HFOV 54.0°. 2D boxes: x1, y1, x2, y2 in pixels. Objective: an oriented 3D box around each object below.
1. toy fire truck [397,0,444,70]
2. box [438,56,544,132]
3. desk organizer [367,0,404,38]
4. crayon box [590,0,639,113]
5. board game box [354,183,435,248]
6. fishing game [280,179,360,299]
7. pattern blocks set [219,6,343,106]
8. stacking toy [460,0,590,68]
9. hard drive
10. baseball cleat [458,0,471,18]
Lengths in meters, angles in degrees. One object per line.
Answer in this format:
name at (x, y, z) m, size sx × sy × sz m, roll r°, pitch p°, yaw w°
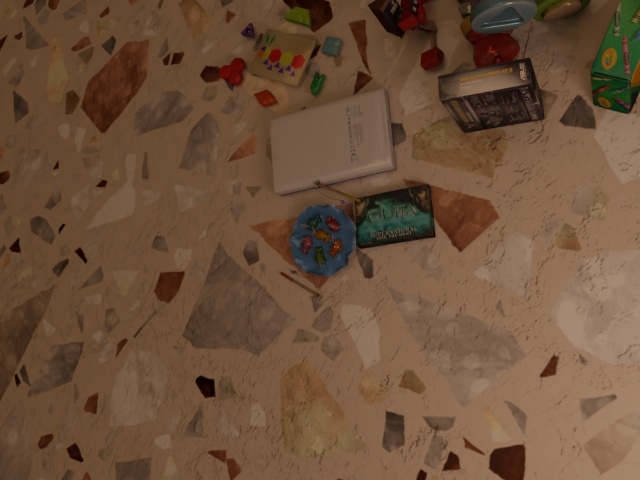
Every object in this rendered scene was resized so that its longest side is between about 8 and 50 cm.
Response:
toy fire truck at (0.245, -0.522, 1.511) m, size 0.047 × 0.135 × 0.192 m, roll -17°, pitch 52°, yaw 43°
box at (0.367, -0.300, 1.331) m, size 0.182 × 0.231 × 0.056 m, roll -6°, pitch 79°, yaw 25°
desk organizer at (0.169, -0.553, 1.539) m, size 0.050 × 0.130 × 0.047 m, roll 34°, pitch 94°, yaw 30°
crayon box at (0.637, -0.420, 1.265) m, size 0.081 × 0.165 × 0.279 m, roll 23°, pitch 89°, yaw 28°
board game box at (0.173, -0.056, 1.482) m, size 0.186 × 0.026 × 0.126 m, roll -10°, pitch 75°, yaw 23°
fishing game at (0.000, 0.000, 1.529) m, size 0.189 × 0.041 × 0.264 m, roll 29°, pitch 100°, yaw 28°
pattern blocks set at (-0.105, -0.500, 1.716) m, size 0.324 × 0.026 × 0.286 m, roll 32°, pitch 93°, yaw 28°
stacking toy at (0.441, -0.464, 1.315) m, size 0.279 × 0.309 × 0.131 m, roll -9°, pitch 82°, yaw 13°
hard drive at (0.025, -0.247, 1.588) m, size 0.318 × 0.040 × 0.210 m, roll -11°, pitch 74°, yaw 23°
baseball cleat at (0.336, -0.595, 1.503) m, size 0.205 × 0.072 × 0.110 m, roll 30°, pitch 98°, yaw 31°
